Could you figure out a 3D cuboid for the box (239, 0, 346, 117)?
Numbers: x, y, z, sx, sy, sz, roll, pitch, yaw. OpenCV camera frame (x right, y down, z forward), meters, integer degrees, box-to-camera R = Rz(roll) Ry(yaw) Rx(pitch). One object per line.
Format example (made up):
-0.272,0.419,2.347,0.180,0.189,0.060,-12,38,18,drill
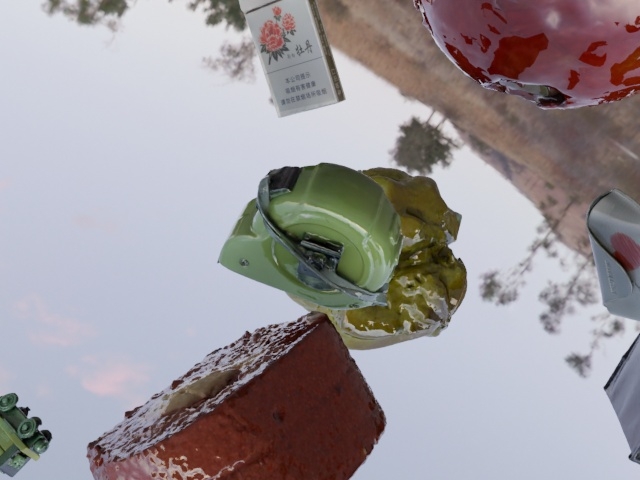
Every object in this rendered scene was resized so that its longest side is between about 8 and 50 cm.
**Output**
-0.042,-0.270,0.977,0.029,0.109,0.198,-35,-68,-48,box

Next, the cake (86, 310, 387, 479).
-0.065,0.174,0.674,0.283,0.177,0.151,-30,-90,-52,cake

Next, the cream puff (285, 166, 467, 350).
0.128,0.053,1.388,0.378,0.378,0.275,17,-160,-35,cream puff

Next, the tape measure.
0.000,0.000,0.801,0.199,0.175,0.106,25,-134,-1,tape measure

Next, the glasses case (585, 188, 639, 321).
0.586,0.055,1.393,0.128,0.083,0.308,42,161,54,glasses case

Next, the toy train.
-0.420,0.261,0.991,0.122,0.081,0.050,31,154,35,toy train

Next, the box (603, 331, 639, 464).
0.642,0.229,1.070,0.345,0.251,0.204,21,-158,-1,box

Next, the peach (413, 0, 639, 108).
0.175,-0.216,0.480,0.281,0.281,0.238,51,-176,34,peach
